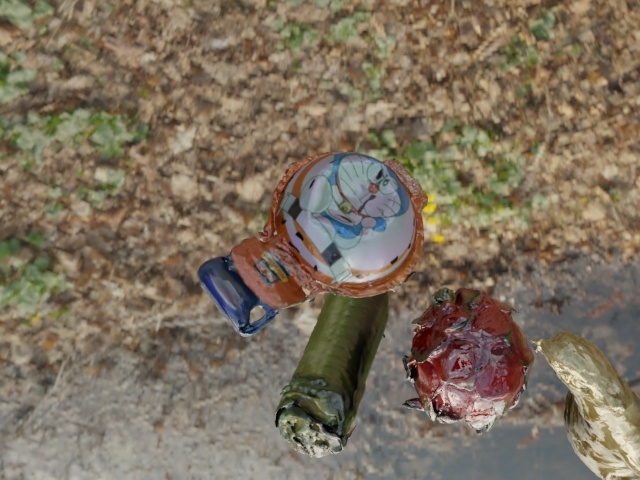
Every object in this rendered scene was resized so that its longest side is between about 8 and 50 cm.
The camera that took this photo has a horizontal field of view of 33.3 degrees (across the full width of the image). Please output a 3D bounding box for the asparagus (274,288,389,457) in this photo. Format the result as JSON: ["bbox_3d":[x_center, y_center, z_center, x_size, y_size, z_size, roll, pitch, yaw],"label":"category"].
[{"bbox_3d":[0.036,0.165,1.704,0.128,0.382,0.108,37,135,-13],"label":"asparagus"}]

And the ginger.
[{"bbox_3d":[0.268,0.172,0.989,0.081,0.148,0.333,-22,144,7],"label":"ginger"}]

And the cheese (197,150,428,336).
[{"bbox_3d":[0.000,0.000,1.365,0.217,0.329,0.129,53,155,12],"label":"cheese"}]

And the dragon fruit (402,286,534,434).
[{"bbox_3d":[0.236,0.198,1.686,0.193,0.192,0.274,0,113,43],"label":"dragon fruit"}]
